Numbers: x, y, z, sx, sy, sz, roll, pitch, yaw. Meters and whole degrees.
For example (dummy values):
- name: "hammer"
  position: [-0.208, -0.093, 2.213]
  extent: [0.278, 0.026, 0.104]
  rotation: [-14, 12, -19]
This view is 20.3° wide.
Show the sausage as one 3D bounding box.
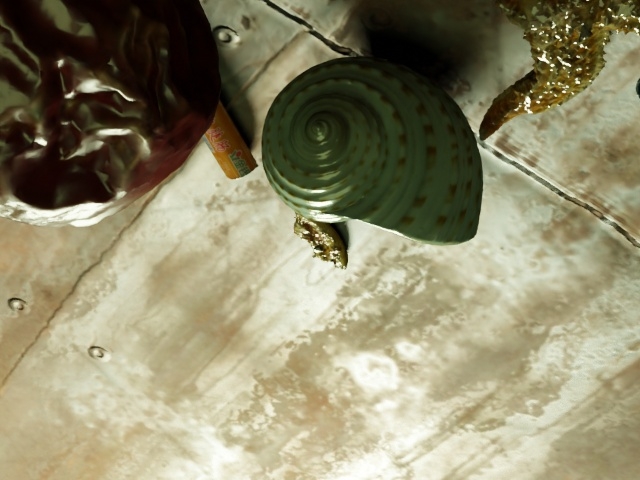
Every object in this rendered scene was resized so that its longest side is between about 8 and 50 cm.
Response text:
- name: "sausage"
  position: [-0.089, -0.098, 1.506]
  extent: [0.031, 0.031, 0.107]
  rotation: [-8, 131, 27]

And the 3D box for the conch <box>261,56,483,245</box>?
- name: "conch"
  position: [0.048, -0.078, 1.403]
  extent: [0.172, 0.200, 0.131]
  rotation: [14, 106, 23]

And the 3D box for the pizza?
- name: "pizza"
  position: [0.000, 0.000, 1.583]
  extent: [0.037, 0.016, 0.083]
  rotation: [-9, 132, 36]

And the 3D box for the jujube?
- name: "jujube"
  position: [-0.253, -0.180, 1.330]
  extent: [0.276, 0.276, 0.377]
  rotation: [-23, 110, 37]

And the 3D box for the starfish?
- name: "starfish"
  position: [0.181, -0.209, 1.253]
  extent: [0.301, 0.084, 0.293]
  rotation: [-11, 131, 35]

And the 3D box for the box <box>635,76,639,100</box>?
- name: "box"
  position: [0.285, -0.081, 1.365]
  extent: [0.074, 0.054, 0.099]
  rotation: [-10, 129, 26]
